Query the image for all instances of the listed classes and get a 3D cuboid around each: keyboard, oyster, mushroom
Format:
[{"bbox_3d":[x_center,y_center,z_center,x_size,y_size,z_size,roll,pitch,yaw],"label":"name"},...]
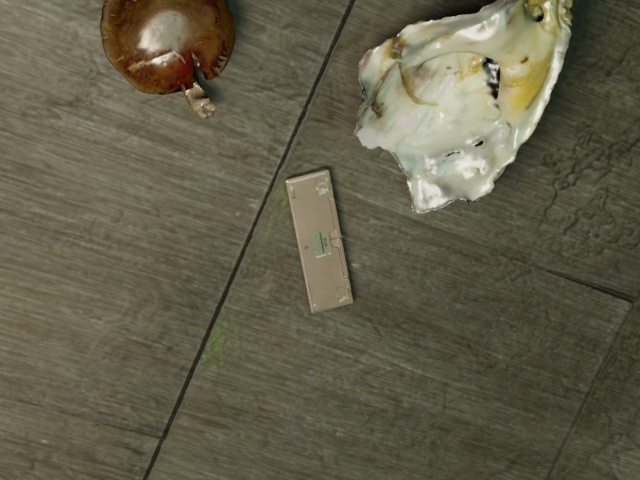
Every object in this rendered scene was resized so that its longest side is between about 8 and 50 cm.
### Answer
[{"bbox_3d":[0.000,0.000,1.655,0.055,0.017,0.166,-14,112,-9],"label":"keyboard"},{"bbox_3d":[0.158,-0.179,1.602,0.271,0.100,0.275,-20,126,-9],"label":"oyster"},{"bbox_3d":[-0.149,-0.201,1.499,0.135,0.080,0.171,-26,112,2],"label":"mushroom"}]
